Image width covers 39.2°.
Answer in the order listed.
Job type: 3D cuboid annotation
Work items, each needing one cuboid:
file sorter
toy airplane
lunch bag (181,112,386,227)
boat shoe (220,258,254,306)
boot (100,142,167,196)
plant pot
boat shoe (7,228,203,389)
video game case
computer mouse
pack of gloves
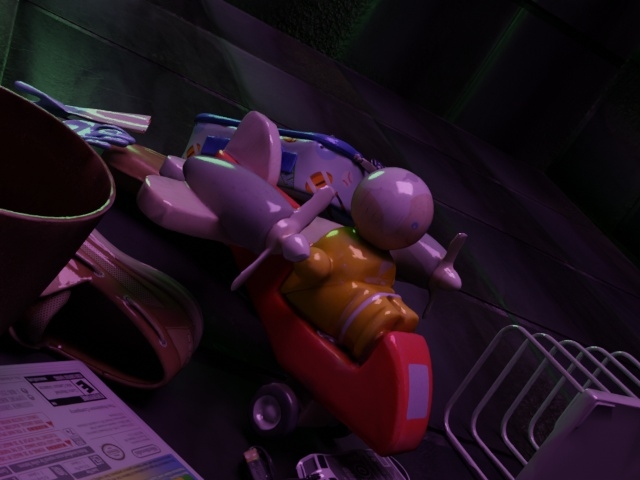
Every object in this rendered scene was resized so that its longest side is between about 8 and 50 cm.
[{"bbox_3d":[0.326,0.239,1.180,0.278,0.192,0.173,16,23,-40],"label":"file sorter"},{"bbox_3d":[0.000,0.000,0.983,0.384,0.272,0.386,45,25,-15],"label":"toy airplane"},{"bbox_3d":[-0.045,-0.098,1.329,0.304,0.114,0.243,13,-11,35],"label":"lunch bag"},{"bbox_3d":[-0.078,0.071,1.176,0.142,0.049,0.040,37,25,32],"label":"boat shoe"},{"bbox_3d":[-0.151,-0.051,1.276,0.270,0.089,0.236,26,-3,11],"label":"boot"},{"bbox_3d":[-0.307,0.012,0.685,0.215,0.230,0.215,29,19,-11],"label":"plant pot"},{"bbox_3d":[-0.262,0.039,0.860,0.325,0.123,0.116,27,22,-11],"label":"boat shoe"},{"bbox_3d":[-0.171,0.198,0.640,0.300,0.036,0.329,39,7,17],"label":"video game case"},{"bbox_3d":[0.011,0.248,0.898,0.193,0.042,0.106,9,25,-37],"label":"computer mouse"},{"bbox_3d":[-0.355,-0.176,1.213,0.232,0.046,0.195,7,19,-5],"label":"pack of gloves"}]
